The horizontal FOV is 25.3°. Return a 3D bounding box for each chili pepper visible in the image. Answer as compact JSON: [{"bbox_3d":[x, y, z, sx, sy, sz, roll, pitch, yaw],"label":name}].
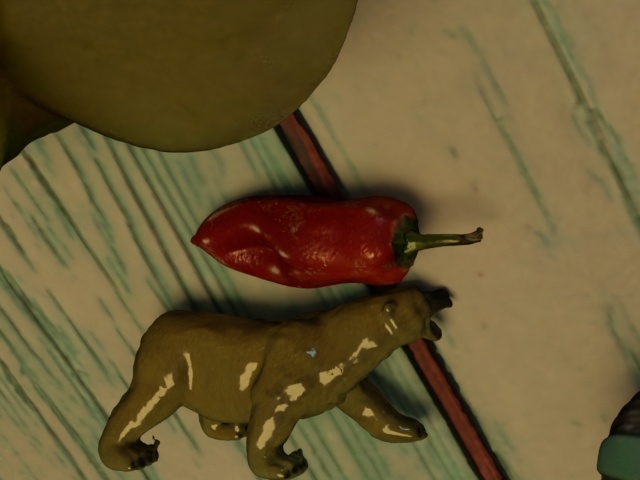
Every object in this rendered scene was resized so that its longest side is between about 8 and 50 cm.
[{"bbox_3d":[-0.001,0.000,0.790,0.191,0.050,0.059,-1,138,34],"label":"chili pepper"}]

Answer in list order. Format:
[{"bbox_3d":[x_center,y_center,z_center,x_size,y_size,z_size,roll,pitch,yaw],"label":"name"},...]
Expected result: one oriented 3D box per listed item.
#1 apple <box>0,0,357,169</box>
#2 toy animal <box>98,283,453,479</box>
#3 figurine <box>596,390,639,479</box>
[{"bbox_3d":[-0.178,-0.166,0.593,0.312,0.320,0.360,27,155,43],"label":"apple"},{"bbox_3d":[-0.027,0.080,0.843,0.219,0.103,0.101,-2,97,31],"label":"toy animal"},{"bbox_3d":[0.232,0.177,0.772,0.138,0.110,0.245,-3,125,24],"label":"figurine"}]
